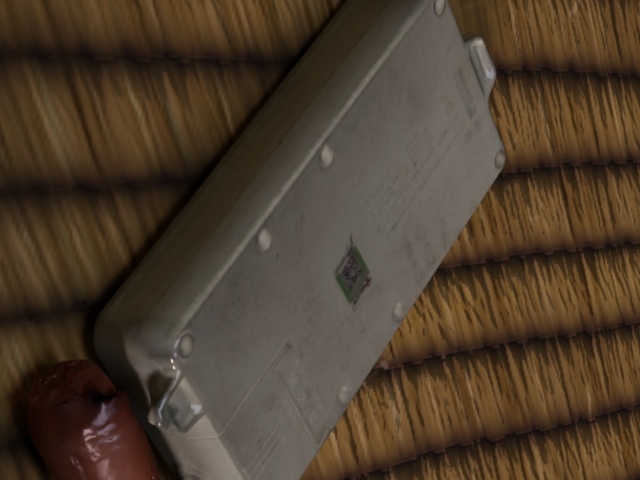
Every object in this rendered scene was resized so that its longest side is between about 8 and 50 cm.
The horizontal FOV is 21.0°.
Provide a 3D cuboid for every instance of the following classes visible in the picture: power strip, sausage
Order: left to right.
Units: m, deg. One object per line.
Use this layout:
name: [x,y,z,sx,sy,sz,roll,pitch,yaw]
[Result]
sausage: [-0.076,0.126,0.685,0.047,0.040,0.177,-41,126,-42]
power strip: [0.000,0.000,0.760,0.270,0.046,0.118,-55,136,-34]
